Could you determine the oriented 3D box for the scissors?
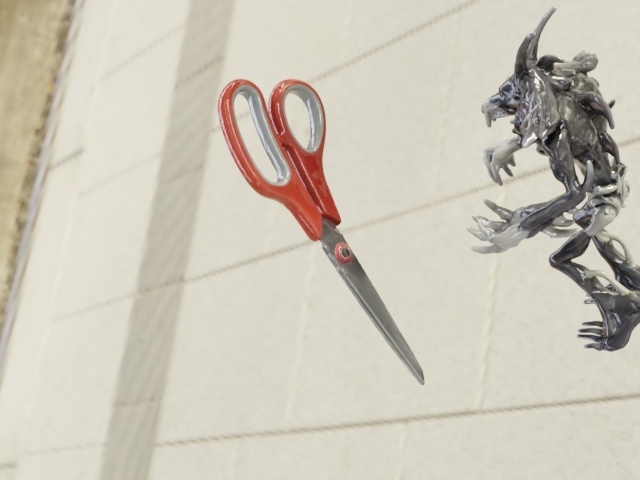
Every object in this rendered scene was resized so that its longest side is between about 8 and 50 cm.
[{"bbox_3d":[0.000,0.000,1.128,0.021,0.109,0.297,-18,93,47],"label":"scissors"}]

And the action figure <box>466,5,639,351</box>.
[{"bbox_3d":[0.188,-0.044,1.102,0.141,0.275,0.164,-14,24,30],"label":"action figure"}]
